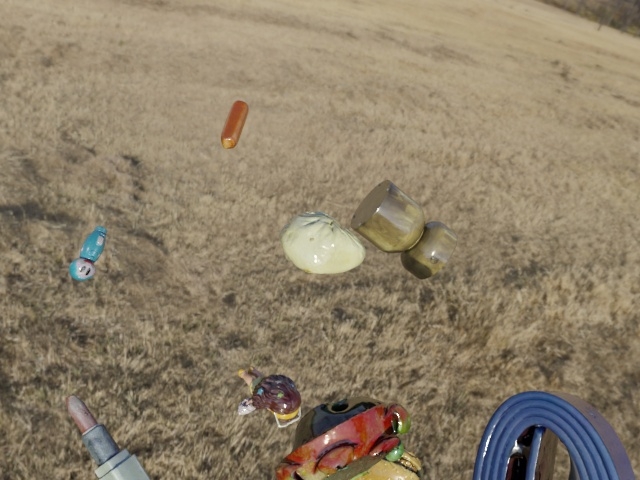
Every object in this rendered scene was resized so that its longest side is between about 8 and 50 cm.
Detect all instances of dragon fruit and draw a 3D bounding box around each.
[{"bbox_3d":[0.041,0.391,0.991,0.295,0.268,0.130,11,39,-48],"label":"dragon fruit"}]

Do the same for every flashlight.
[{"bbox_3d":[-0.485,0.025,1.089,0.051,0.051,0.129,12,52,-9],"label":"flashlight"}]

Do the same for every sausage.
[{"bbox_3d":[-0.193,-0.257,1.156,0.041,0.039,0.131,11,57,1],"label":"sausage"}]

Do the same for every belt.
[{"bbox_3d":[0.335,0.395,0.742,0.213,0.346,0.117,-3,-16,38],"label":"belt"}]

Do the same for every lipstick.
[{"bbox_3d":[-0.165,0.165,0.400,0.107,0.025,0.025,54,24,6],"label":"lipstick"}]

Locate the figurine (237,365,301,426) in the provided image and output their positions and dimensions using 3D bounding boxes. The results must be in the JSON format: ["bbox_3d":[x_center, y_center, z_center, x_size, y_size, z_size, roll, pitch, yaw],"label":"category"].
[{"bbox_3d":[-0.151,0.444,1.510,0.175,0.115,0.240,-11,14,-40],"label":"figurine"}]

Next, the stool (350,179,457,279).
[{"bbox_3d":[0.242,-0.031,1.518,0.264,0.179,0.179,36,30,-13],"label":"stool"}]

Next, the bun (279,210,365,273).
[{"bbox_3d":[0.000,0.000,1.294,0.230,0.145,0.229,0,6,0],"label":"bun"}]

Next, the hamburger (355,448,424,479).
[{"bbox_3d":[0.195,0.789,1.693,0.283,0.259,0.144,-9,32,26],"label":"hamburger"}]
